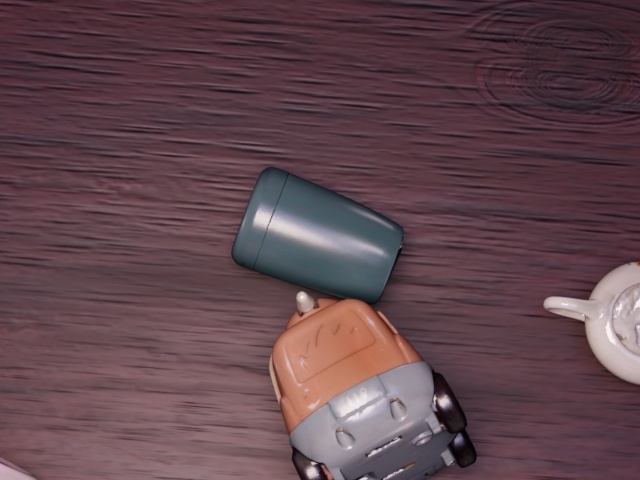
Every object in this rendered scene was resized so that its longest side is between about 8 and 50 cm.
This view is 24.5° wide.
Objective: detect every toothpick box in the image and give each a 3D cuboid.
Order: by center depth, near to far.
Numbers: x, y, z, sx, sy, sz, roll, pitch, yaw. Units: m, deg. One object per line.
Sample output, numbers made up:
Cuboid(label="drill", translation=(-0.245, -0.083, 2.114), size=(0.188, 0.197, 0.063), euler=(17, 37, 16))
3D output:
Cuboid(label="toothpick box", translation=(0.000, 0.000, 1.688), size=(0.184, 0.120, 0.120), euler=(21, 80, -1))

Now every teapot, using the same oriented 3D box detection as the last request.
Cuboid(label="teapot", translation=(0.367, 0.094, 1.696), size=(0.226, 0.092, 0.145), euler=(8, 77, 1))

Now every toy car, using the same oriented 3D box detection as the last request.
Cuboid(label="toy car", translation=(0.040, 0.172, 1.601), size=(0.181, 0.270, 0.212), euler=(-28, 63, -1))

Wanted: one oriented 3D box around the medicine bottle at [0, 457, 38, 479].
Cuboid(label="medicine bottle", translation=(-0.424, 0.357, 1.604), size=(0.133, 0.133, 0.274), euler=(25, 80, 3))
